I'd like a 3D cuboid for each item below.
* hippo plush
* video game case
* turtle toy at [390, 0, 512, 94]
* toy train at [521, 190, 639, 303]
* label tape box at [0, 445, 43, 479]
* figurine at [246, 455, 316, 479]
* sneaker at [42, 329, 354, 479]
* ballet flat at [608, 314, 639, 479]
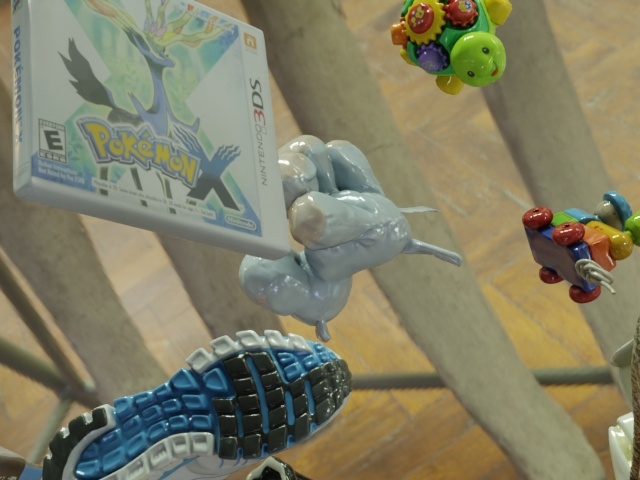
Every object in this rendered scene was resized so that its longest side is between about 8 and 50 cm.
[{"bbox_3d":[0.000,0.000,1.564,0.237,0.294,0.234,-54,37,31],"label":"hippo plush"},{"bbox_3d":[-0.175,-0.148,1.117,0.036,0.329,0.300,-28,60,39],"label":"video game case"},{"bbox_3d":[0.110,-0.172,0.875,0.130,0.066,0.095,46,116,34],"label":"turtle toy"},{"bbox_3d":[0.372,0.008,1.335,0.143,0.105,0.248,-24,19,-8],"label":"toy train"},{"bbox_3d":[-0.341,0.248,0.785,0.105,0.334,0.241,26,76,4],"label":"label tape box"},{"bbox_3d":[-0.037,0.348,1.141,0.215,0.209,0.092,-39,40,22],"label":"figurine"},{"bbox_3d":[-0.063,0.108,0.608,0.190,0.083,0.071,-22,65,18],"label":"sneaker"},{"bbox_3d":[0.347,0.194,0.991,0.164,0.483,0.182,-30,53,-8],"label":"ballet flat"}]
